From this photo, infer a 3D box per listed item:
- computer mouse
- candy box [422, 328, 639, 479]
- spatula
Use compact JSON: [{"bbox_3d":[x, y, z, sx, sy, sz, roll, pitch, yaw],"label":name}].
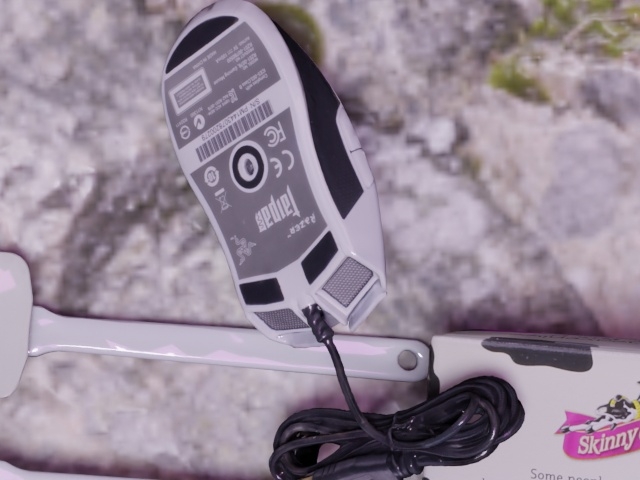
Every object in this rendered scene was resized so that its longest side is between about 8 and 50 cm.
[{"bbox_3d":[0.000,0.000,0.645,0.106,0.042,0.193,-29,76,40],"label":"computer mouse"},{"bbox_3d":[0.117,0.153,0.635,0.159,0.071,0.233,4,91,25],"label":"candy box"},{"bbox_3d":[-0.075,0.092,0.658,0.242,0.019,0.168,5,77,-7],"label":"spatula"}]
